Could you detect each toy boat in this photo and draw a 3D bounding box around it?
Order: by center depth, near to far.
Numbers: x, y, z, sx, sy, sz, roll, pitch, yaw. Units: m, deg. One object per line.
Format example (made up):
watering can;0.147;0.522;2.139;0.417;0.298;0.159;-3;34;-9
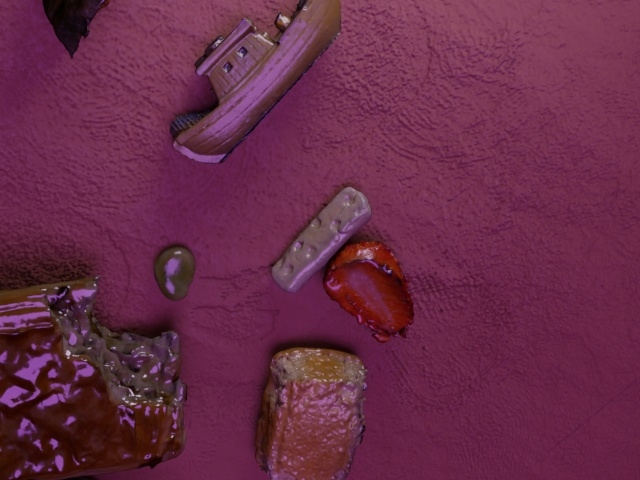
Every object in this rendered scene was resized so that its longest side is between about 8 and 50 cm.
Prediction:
toy boat;-0.095;-0.244;1.284;0.121;0.089;0.321;42;100;-12

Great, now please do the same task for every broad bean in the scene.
broad bean;-0.222;0.049;1.409;0.063;0.045;0.083;2;105;-14

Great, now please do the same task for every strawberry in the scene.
strawberry;0.081;0.075;1.468;0.121;0.082;0.188;-18;127;19

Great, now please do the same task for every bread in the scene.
bread;-0.388;0.192;1.361;0.370;0.191;0.314;-7;109;-21
bread;-0.015;0.294;1.512;0.174;0.121;0.245;7;116;-5

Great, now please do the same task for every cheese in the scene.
cheese;0.000;0.000;1.421;0.194;0.065;0.043;-46;154;12

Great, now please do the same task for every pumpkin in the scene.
pumpkin;-0.277;-0.370;1.151;0.111;0.163;0.278;33;102;-23

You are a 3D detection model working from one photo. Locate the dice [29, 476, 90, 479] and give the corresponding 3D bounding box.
dice;-0.423;0.592;1.444;0.330;0.348;0.328;-39;115;0
